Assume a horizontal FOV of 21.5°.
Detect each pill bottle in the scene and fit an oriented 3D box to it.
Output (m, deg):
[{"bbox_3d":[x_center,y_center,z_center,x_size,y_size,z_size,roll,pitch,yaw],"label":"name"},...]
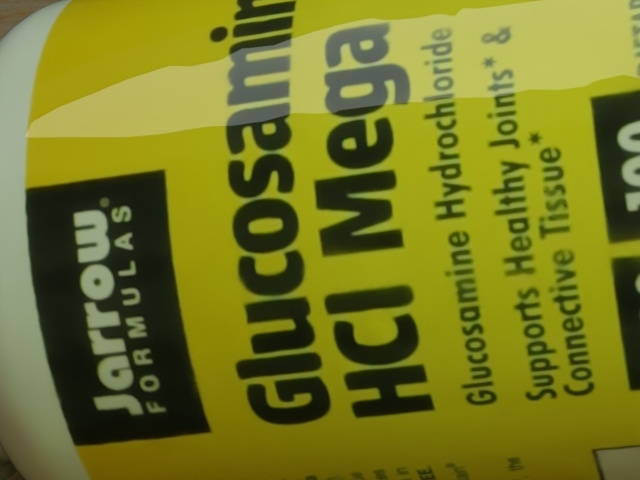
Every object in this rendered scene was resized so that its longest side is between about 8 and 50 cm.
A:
[{"bbox_3d":[0.000,0.000,0.560,0.333,0.188,0.188,-8,24,13],"label":"pill bottle"}]

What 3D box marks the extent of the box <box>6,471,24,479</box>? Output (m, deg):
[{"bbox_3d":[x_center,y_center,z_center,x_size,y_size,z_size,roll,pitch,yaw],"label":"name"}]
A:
[{"bbox_3d":[-0.132,0.123,0.639,0.201,0.021,0.164,-12,23,18],"label":"box"}]
